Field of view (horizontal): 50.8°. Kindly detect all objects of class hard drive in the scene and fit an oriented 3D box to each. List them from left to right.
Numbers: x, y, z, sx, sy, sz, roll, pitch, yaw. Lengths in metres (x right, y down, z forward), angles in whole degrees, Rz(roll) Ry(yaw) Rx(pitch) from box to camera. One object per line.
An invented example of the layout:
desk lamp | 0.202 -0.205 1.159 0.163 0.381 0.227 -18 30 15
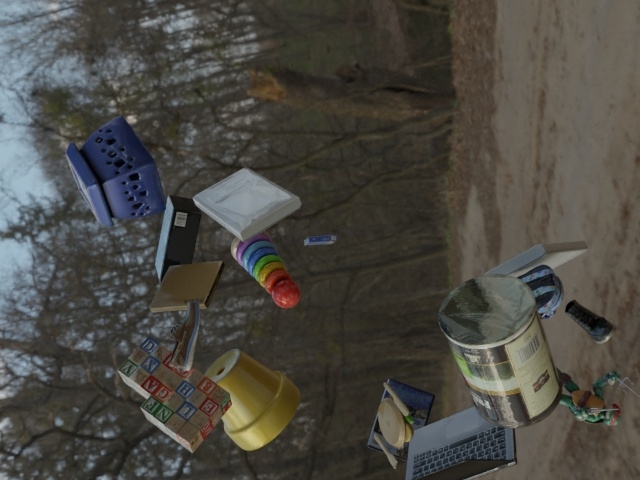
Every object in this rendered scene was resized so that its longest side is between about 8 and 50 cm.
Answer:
hard drive | -0.219 -0.113 1.965 0.307 0.203 0.040 33 149 48
hard drive | 0.746 0.074 2.317 0.353 0.233 0.047 -2 -116 -47

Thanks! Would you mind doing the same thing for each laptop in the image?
laptop | 0.329 0.582 1.917 0.236 0.382 0.408 47 -149 -19

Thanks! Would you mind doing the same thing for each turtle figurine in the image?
turtle figurine | 0.640 0.384 1.628 0.175 0.234 0.118 -38 -39 -43

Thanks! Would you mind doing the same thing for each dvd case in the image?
dvd case | 0.288 0.642 2.401 0.022 0.180 0.253 120 170 -77

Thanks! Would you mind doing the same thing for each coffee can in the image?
coffee can | 0.390 0.238 1.451 0.202 0.201 0.275 -96 -18 -55

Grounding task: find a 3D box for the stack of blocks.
stack of blocks | -0.415 0.422 1.860 0.171 0.297 0.087 -49 -20 -29

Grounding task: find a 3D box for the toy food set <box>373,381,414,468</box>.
toy food set | 0.187 0.454 1.675 0.132 0.038 0.192 -130 40 -51

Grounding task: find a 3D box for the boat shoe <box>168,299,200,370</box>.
boat shoe | -0.355 0.243 1.749 0.066 0.066 0.183 154 124 -67

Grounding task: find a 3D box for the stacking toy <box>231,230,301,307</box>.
stacking toy | -0.166 0.100 2.156 0.330 0.141 0.141 51 165 44

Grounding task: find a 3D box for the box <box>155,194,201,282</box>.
box | -0.487 -0.002 2.295 0.184 0.103 0.261 -136 57 -62

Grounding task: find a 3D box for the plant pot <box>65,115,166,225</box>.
plant pot | -0.628 -0.197 2.055 0.236 0.212 0.236 51 156 29

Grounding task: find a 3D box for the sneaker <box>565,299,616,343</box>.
sneaker | 0.903 0.274 2.278 0.118 0.083 0.222 36 -176 -2

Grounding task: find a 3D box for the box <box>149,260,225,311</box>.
box | -0.387 0.133 1.967 0.021 0.201 0.164 59 -144 -39

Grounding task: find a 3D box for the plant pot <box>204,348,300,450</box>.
plant pot | -0.232 0.473 2.084 0.239 0.254 0.254 49 -165 -18

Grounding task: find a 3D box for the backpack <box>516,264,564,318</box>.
backpack | 0.687 0.164 2.104 0.173 0.116 0.158 -43 35 46

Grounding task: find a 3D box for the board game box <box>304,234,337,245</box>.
board game box | 0.000 0.000 2.113 0.090 0.090 0.020 149 117 -78
